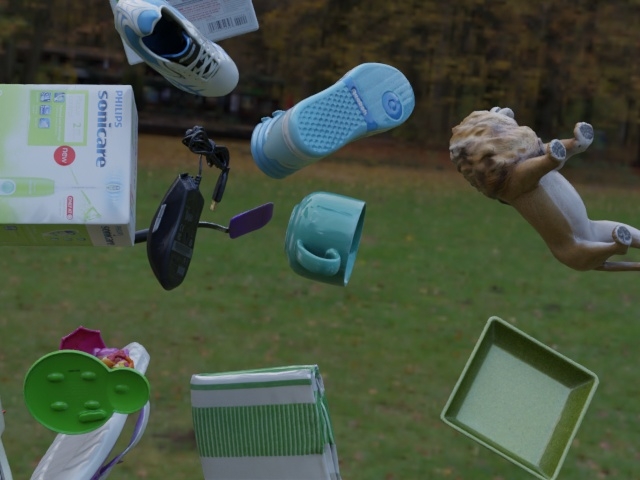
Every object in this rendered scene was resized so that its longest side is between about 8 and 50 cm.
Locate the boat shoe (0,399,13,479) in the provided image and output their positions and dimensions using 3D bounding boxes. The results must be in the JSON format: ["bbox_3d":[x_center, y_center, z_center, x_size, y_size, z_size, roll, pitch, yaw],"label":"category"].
[{"bbox_3d":[-0.478,0.324,1.614,0.103,0.302,0.113,-9,-14,-21],"label":"boat shoe"}]

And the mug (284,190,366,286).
[{"bbox_3d":[0.003,-0.008,1.677,0.097,0.129,0.158,14,-9,7],"label":"mug"}]

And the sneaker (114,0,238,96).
[{"bbox_3d":[-0.183,-0.249,1.580,0.086,0.085,0.237,41,6,36],"label":"sneaker"}]

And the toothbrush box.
[{"bbox_3d":[-0.404,-0.104,1.652,0.283,0.206,0.122,1,-16,-5],"label":"toothbrush box"}]

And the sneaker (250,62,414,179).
[{"bbox_3d":[0.005,-0.207,2.058,0.319,0.127,0.208,-25,2,-41],"label":"sneaker"}]

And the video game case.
[{"bbox_3d":[-0.221,-0.391,1.810,0.212,0.193,0.023,-18,8,-14],"label":"video game case"}]

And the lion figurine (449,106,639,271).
[{"bbox_3d":[0.373,-0.053,1.851,0.142,0.392,0.240,-38,5,-33],"label":"lion figurine"}]

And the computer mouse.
[{"bbox_3d":[-0.218,-0.049,1.897,0.060,0.262,0.184,12,-2,16],"label":"computer mouse"}]

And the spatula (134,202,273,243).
[{"bbox_3d":[-0.234,-0.024,2.269,0.296,0.030,0.084,-8,-30,-10],"label":"spatula"}]

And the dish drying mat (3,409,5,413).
[{"bbox_3d":[-0.551,0.298,1.906,0.083,0.008,0.032,-29,8,-24],"label":"dish drying mat"}]

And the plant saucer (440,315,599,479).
[{"bbox_3d":[0.287,0.236,1.722,0.188,0.188,0.045,30,-25,2],"label":"plant saucer"}]

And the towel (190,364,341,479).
[{"bbox_3d":[-0.068,0.343,1.707,0.248,0.325,0.038,-8,9,33],"label":"towel"}]

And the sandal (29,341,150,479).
[{"bbox_3d":[-0.329,0.298,1.837,0.169,0.102,0.416,-35,18,25],"label":"sandal"}]

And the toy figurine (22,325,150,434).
[{"bbox_3d":[-0.320,0.179,1.669,0.173,0.130,0.159,-4,21,0],"label":"toy figurine"}]
